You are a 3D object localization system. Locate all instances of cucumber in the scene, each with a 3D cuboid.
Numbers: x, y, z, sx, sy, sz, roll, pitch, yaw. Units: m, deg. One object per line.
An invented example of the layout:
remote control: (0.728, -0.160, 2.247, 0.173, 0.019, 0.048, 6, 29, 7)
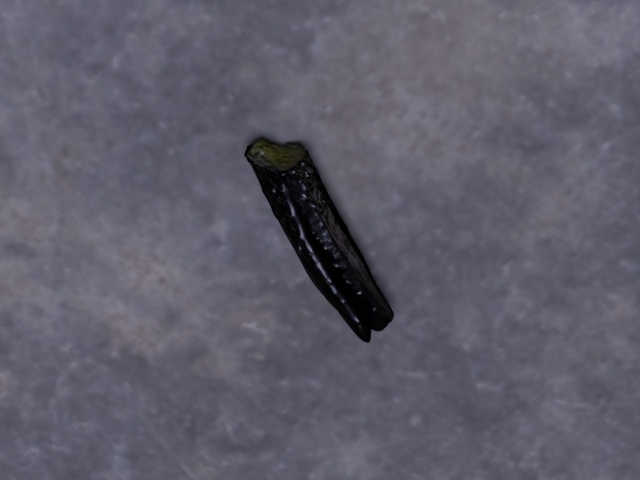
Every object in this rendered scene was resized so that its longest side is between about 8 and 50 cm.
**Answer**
cucumber: (-0.001, 0.000, 0.992, 0.034, 0.033, 0.135, -2, 123, 44)
